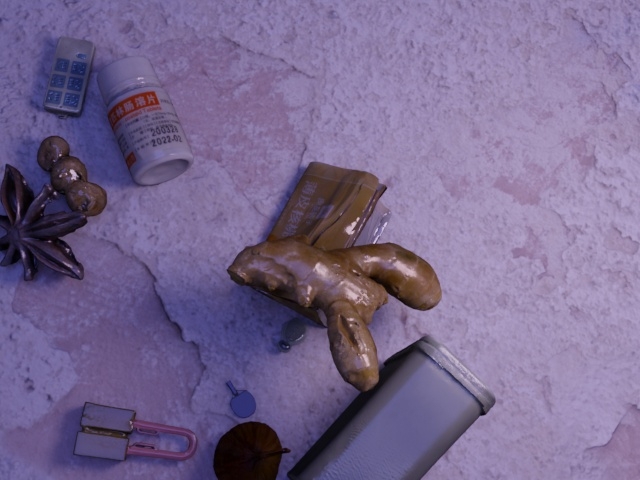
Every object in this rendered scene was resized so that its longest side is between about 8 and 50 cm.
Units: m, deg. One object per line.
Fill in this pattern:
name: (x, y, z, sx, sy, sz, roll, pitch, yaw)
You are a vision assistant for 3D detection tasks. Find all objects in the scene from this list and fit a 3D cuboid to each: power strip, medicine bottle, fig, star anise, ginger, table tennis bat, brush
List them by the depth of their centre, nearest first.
ginger: (0.042, 0.071, 1.605, 0.348, 0.122, 0.363, 41, 51, 7)
fig: (-0.128, 0.422, 1.618, 0.133, 0.201, 0.146, 6, 80, -16)
brush: (-0.360, 0.389, 1.674, 0.233, 0.047, 0.103, 10, 73, -6)
star anise: (-0.572, -0.019, 1.727, 0.257, 0.110, 0.198, 24, 97, 16)
table tennis bat: (-0.166, 0.324, 1.737, 0.050, 0.007, 0.083, -35, 83, -15)
power strip: (-0.062, 0.202, 1.778, 0.055, 0.035, 0.083, 34, 60, 3)
ginger: (-0.526, -0.134, 1.778, 0.080, 0.104, 0.204, -44, 79, 15)
medicine bottle: (-0.375, -0.255, 1.805, 0.144, 0.144, 0.252, -19, 76, -12)
power strip: (-0.551, -0.360, 1.865, 0.081, 0.035, 0.192, 9, 74, -5)

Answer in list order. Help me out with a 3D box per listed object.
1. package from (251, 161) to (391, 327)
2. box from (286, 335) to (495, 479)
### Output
package: (0.008, -0.007, 1.773, 0.221, 0.165, 0.311, 29, 72, 1)
box: (0.115, 0.370, 1.587, 0.344, 0.352, 0.177, -43, 85, -14)
